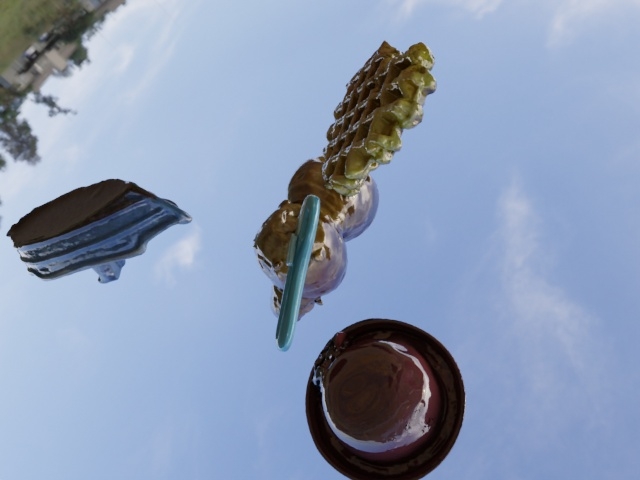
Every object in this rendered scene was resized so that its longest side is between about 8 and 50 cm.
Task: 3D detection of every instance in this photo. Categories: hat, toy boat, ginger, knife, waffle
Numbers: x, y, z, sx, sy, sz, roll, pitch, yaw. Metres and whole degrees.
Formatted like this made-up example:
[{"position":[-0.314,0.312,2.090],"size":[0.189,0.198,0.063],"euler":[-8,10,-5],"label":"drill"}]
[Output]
[{"position":[0.065,0.181,0.709],"size":[0.205,0.089,0.206],"euler":[-11,-117,22],"label":"hat"},{"position":[-0.324,-0.002,0.897],"size":[0.309,0.142,0.129],"euler":[-15,-136,21],"label":"toy boat"},{"position":[0.006,-0.009,1.080],"size":[0.152,0.274,0.357],"euler":[15,-133,18],"label":"ginger"},{"position":[-0.035,0.045,0.848],"size":[0.064,0.031,0.222],"euler":[-168,-91,-74],"label":"knife"},{"position":[0.073,-0.181,0.836],"size":[0.249,0.056,0.253],"euler":[-50,-158,40],"label":"waffle"}]
